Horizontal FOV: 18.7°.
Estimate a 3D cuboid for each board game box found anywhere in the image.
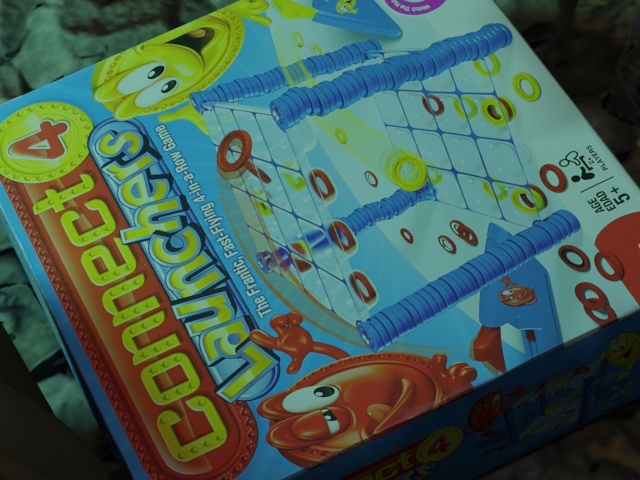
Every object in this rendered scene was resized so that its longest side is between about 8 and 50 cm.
[{"bbox_3d":[0.000,0.000,1.060,0.302,0.086,0.308,-25,54,-10],"label":"board game box"}]

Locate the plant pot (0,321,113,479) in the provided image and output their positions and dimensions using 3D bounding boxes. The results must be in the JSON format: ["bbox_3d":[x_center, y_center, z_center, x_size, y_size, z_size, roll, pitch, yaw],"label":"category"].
[{"bbox_3d":[-0.248,0.117,0.903,0.323,0.323,0.280,-14,37,-2],"label":"plant pot"}]
